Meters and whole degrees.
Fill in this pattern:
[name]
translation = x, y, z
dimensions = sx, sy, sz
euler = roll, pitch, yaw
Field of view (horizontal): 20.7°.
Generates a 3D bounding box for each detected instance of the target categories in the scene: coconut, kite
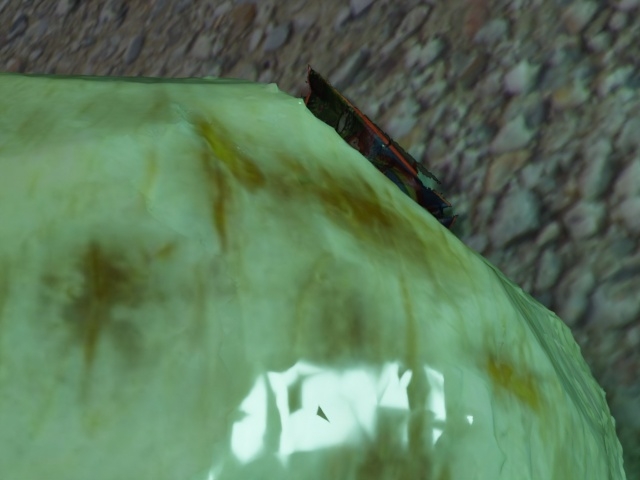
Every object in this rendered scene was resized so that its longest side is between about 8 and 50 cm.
[coconut]
translation = -0.074, 0.102, 0.592
dimensions = 0.345, 0.415, 0.415
euler = -8, 55, 15
[kite]
translation = 0.000, 0.000, 0.882
dimensions = 0.183, 0.014, 0.241
euler = -23, 49, 38
